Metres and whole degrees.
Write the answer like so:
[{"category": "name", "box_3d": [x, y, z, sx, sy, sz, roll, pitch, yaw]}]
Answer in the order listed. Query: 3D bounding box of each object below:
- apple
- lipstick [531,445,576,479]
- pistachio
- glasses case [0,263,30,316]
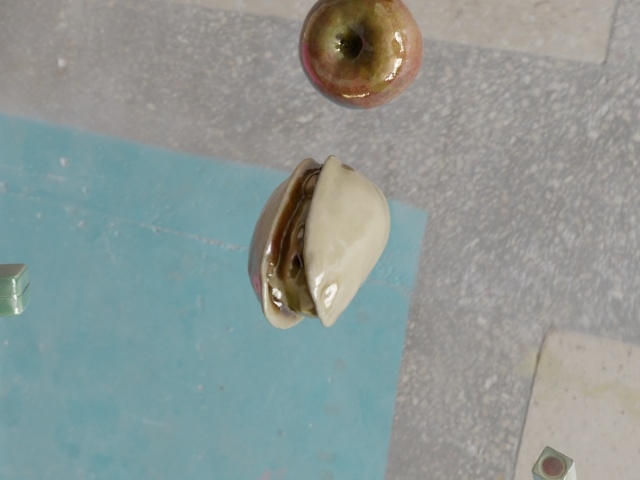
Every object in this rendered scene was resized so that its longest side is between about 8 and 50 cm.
[{"category": "apple", "box_3d": [0.063, -0.292, 1.303, 0.188, 0.174, 0.188, 4, 105, 14]}, {"category": "lipstick", "box_3d": [0.226, 0.237, 0.826, 0.030, 0.129, 0.030, 26, 70, 31]}, {"category": "pistachio", "box_3d": [0.000, 0.000, 0.833, 0.126, 0.223, 0.152, 0, 113, 16]}, {"category": "glasses case", "box_3d": [-0.375, 0.051, 0.814, 0.184, 0.078, 0.039, -3, 99, -11]}]
